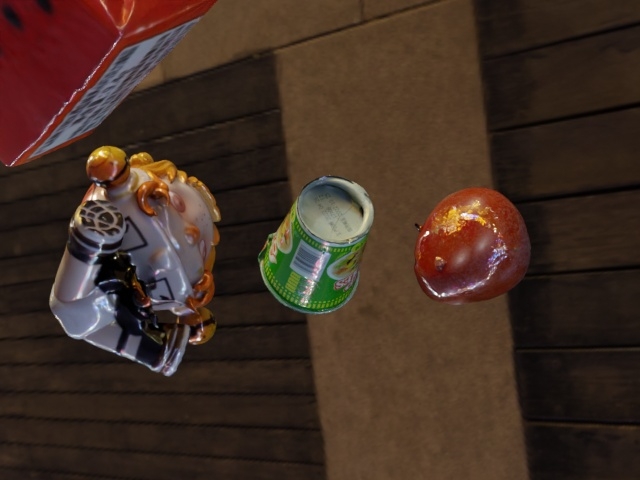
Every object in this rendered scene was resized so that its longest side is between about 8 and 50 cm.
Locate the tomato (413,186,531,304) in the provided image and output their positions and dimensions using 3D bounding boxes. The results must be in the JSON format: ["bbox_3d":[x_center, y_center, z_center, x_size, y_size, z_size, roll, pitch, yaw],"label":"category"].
[{"bbox_3d":[0.210,0.010,1.282,0.167,0.167,0.167,8,101,43],"label":"tomato"}]

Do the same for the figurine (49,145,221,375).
[{"bbox_3d":[-0.253,0.010,1.329,0.196,0.323,0.320,-15,115,17],"label":"figurine"}]

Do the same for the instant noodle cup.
[{"bbox_3d":[0.000,0.000,1.786,0.207,0.207,0.233,60,156,20],"label":"instant noodle cup"}]

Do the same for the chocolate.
[{"bbox_3d":[-0.324,-0.284,0.991,0.341,0.161,0.360,48,138,-10],"label":"chocolate"}]
